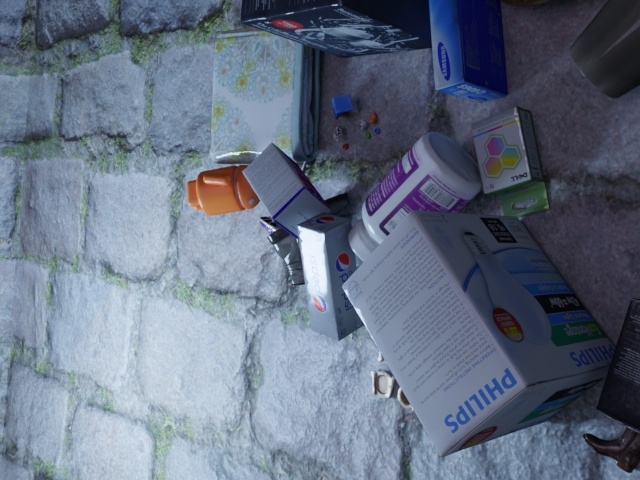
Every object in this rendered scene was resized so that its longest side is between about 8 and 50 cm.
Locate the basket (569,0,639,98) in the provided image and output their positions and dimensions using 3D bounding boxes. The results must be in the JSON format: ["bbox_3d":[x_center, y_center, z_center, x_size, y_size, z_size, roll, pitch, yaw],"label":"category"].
[{"bbox_3d":[0.560,-0.369,1.308,0.227,0.154,0.204,-43,70,38],"label":"basket"}]

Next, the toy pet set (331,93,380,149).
[{"bbox_3d":[0.070,-0.295,1.840,0.122,0.065,0.114,-23,72,41],"label":"toy pet set"}]

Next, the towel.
[{"bbox_3d":[-0.149,-0.391,2.011,0.320,0.090,0.375,3,90,36],"label":"towel"}]

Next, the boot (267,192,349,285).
[{"bbox_3d":[0.000,0.000,1.894,0.246,0.083,0.161,-32,88,19],"label":"boot"}]

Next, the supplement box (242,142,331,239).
[{"bbox_3d":[-0.085,-0.121,1.840,0.114,0.111,0.220,-45,45,8],"label":"supplement box"}]

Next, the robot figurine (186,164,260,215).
[{"bbox_3d":[-0.253,-0.137,2.060,0.219,0.158,0.128,-9,37,11],"label":"robot figurine"}]

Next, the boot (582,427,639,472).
[{"bbox_3d":[0.545,0.344,1.364,0.106,0.037,0.114,33,114,26],"label":"boot"}]

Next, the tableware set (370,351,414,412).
[{"bbox_3d":[0.180,0.309,1.736,0.168,0.020,0.141,16,99,44],"label":"tableware set"}]

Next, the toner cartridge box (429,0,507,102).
[{"bbox_3d":[0.299,-0.471,1.555,0.075,0.165,0.348,-9,81,45],"label":"toner cartridge box"}]

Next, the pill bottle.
[{"bbox_3d":[0.196,-0.075,1.635,0.301,0.169,0.169,-48,57,32],"label":"pill bottle"}]

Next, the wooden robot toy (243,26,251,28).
[{"bbox_3d":[-0.141,-0.611,2.080,0.079,0.076,0.173,40,121,-1],"label":"wooden robot toy"}]

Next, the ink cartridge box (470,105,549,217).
[{"bbox_3d":[0.382,-0.152,1.529,0.109,0.062,0.209,-17,77,42],"label":"ink cartridge box"}]

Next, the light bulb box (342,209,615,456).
[{"bbox_3d":[0.298,0.155,1.393,0.225,0.357,0.361,-50,57,33],"label":"light bulb box"}]

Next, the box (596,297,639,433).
[{"bbox_3d":[0.569,0.208,1.267,0.108,0.153,0.207,24,104,43],"label":"box"}]

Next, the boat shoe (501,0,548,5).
[{"bbox_3d":[0.476,-0.513,1.425,0.341,0.110,0.122,8,100,59],"label":"boat shoe"}]

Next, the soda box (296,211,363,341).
[{"bbox_3d":[0.024,0.085,1.780,0.098,0.091,0.286,16,123,44],"label":"soda box"}]

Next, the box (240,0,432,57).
[{"bbox_3d":[0.055,-0.539,1.671,0.312,0.343,0.179,6,91,45],"label":"box"}]

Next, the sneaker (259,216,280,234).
[{"bbox_3d":[-0.111,-0.007,2.006,0.170,0.068,0.071,43,123,36],"label":"sneaker"}]
